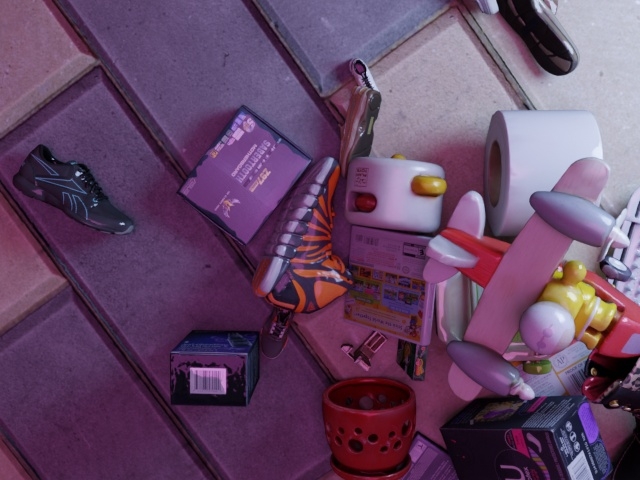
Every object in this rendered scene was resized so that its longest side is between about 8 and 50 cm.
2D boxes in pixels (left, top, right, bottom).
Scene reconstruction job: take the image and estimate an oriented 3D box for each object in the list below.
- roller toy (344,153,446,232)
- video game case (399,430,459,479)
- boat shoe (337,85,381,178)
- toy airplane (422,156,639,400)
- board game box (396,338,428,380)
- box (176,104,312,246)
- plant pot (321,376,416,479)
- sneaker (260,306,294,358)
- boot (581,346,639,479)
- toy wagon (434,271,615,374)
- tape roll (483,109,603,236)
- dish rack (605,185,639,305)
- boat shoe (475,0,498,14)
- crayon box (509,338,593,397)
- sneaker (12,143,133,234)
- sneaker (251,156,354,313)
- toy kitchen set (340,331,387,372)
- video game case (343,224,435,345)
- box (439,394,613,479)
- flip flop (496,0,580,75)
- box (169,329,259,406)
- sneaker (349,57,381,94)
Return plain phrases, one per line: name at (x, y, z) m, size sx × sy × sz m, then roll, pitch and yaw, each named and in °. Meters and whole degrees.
roller toy at (0.145, -0.096, 1.473) m, size 0.191 × 0.209 × 0.146 m, roll 6°, pitch 93°, yaw 5°
video game case at (0.265, 0.567, 1.624) m, size 0.274 × 0.026 × 0.196 m, roll 35°, pitch 96°, yaw -3°
boat shoe at (0.068, -0.222, 1.538) m, size 0.072 × 0.068 × 0.190 m, roll 26°, pitch 106°, yaw 33°
toy airplane at (0.354, 0.086, 1.281) m, size 0.384 × 0.272 × 0.386 m, roll -18°, pitch 112°, yaw 17°
board game box at (0.194, 0.141, 1.527) m, size 0.030 × 0.136 × 0.260 m, roll 4°, pitch 95°, yaw -11°
box at (-0.155, -0.132, 1.549) m, size 0.183 × 0.059 × 0.233 m, roll 38°, pitch 96°, yaw -3°
plant pot at (0.098, 0.390, 1.531) m, size 0.191 × 0.191 × 0.174 m, roll 0°, pitch 99°, yaw 2°
sneaker at (-0.090, 0.176, 1.575) m, size 0.061 × 0.065 × 0.158 m, roll 17°, pitch 96°, yaw 0°
boot at (0.629, 0.336, 1.476) m, size 0.284 × 0.138 × 0.377 m, roll 24°, pitch 112°, yaw -20°
toy wagon at (0.398, 0.128, 1.471) m, size 0.344 × 0.068 × 0.267 m, roll -4°, pitch 96°, yaw 1°
tape roll at (0.417, -0.128, 1.439) m, size 0.169 × 0.246 × 0.246 m, roll -1°, pitch 96°, yaw 2°
dish rack at (0.723, 0.062, 1.535) m, size 0.285 × 0.072 × 0.333 m, roll 15°, pitch 96°, yaw -1°
boat shoe at (0.268, -0.534, 1.493) m, size 0.081 × 0.079 × 0.227 m, roll -33°, pitch 89°, yaw 14°
crayon box at (0.445, 0.179, 1.550) m, size 0.203 × 0.083 × 0.323 m, roll -31°, pitch 95°, yaw 4°
sneaker at (-0.498, -0.099, 1.544) m, size 0.267 × 0.101 × 0.106 m, roll 28°, pitch 94°, yaw -1°
sneaker at (0.000, 0.000, 1.540) m, size 0.180 × 0.124 × 0.321 m, roll 27°, pitch 86°, yaw -19°
toy kitchen set at (0.092, 0.218, 1.564) m, size 0.068 × 0.083 × 0.075 m, roll 42°, pitch 96°, yaw -3°
video game case at (0.138, 0.084, 1.502) m, size 0.026 × 0.227 × 0.206 m, roll 0°, pitch 98°, yaw -42°
box at (0.397, 0.409, 1.473) m, size 0.143 × 0.270 × 0.165 m, roll -25°, pitch 95°, yaw -41°
flip flop at (0.431, -0.456, 1.483) m, size 0.080 × 0.112 × 0.277 m, roll -35°, pitch 91°, yaw -21°
box at (-0.207, 0.253, 1.516) m, size 0.153 × 0.207 × 0.108 m, roll 1°, pitch 96°, yaw 1°
sneaker at (0.091, -0.322, 1.531) m, size 0.040 × 0.044 × 0.109 m, roll -30°, pitch 96°, yaw 2°
